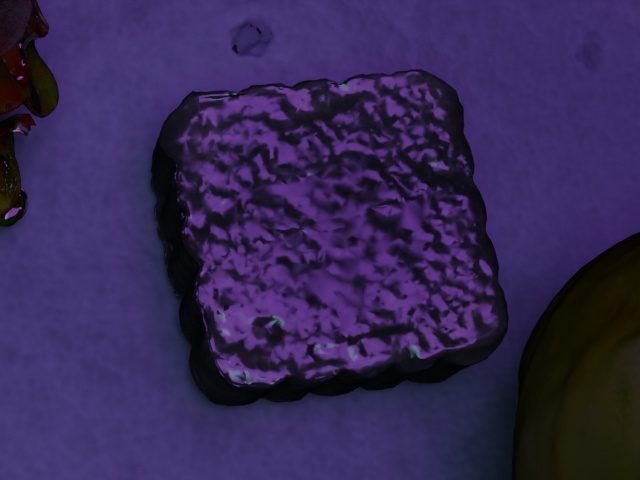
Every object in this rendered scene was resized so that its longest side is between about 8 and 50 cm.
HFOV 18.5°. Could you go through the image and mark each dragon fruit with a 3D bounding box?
[{"bbox_3d":[-0.217,-0.088,1.105,0.138,0.142,0.175,-6,106,5],"label":"dragon fruit"}]

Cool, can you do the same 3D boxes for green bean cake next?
[{"bbox_3d":[0.000,0.000,1.156,0.185,0.094,0.183,-7,76,-20],"label":"green bean cake"}]

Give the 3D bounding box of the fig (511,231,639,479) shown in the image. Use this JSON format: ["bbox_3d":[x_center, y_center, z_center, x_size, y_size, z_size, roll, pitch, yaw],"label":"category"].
[{"bbox_3d":[0.259,0.153,1.074,0.343,0.343,0.343,5,72,-17],"label":"fig"}]
